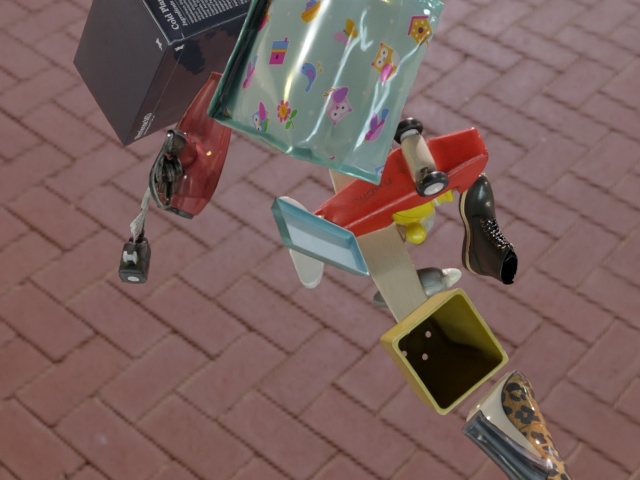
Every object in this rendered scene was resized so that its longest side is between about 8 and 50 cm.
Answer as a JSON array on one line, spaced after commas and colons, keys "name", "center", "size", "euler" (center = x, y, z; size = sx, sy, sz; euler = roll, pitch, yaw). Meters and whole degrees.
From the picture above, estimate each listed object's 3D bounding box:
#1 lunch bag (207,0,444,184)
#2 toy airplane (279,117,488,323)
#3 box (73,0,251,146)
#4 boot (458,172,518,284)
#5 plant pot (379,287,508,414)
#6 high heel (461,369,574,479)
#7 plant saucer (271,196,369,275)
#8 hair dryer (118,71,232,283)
[{"name": "lunch bag", "center": [-0.018, -0.208, 1.294], "size": [0.160, 0.223, 0.262], "euler": [16, 9, -38]}, {"name": "toy airplane", "center": [0.111, -0.049, 2.141], "size": [0.384, 0.272, 0.386], "euler": [17, 89, 34]}, {"name": "box", "center": [-0.192, -0.347, 1.823], "size": [0.313, 0.343, 0.179], "euler": [-29, 81, -29]}, {"name": "boot", "center": [0.327, -0.022, 2.153], "size": [0.077, 0.197, 0.137], "euler": [-13, 18, -21]}, {"name": "plant pot", "center": [0.101, 0.096, 1.026], "size": [0.081, 0.083, 0.081], "euler": [-37, 99, -14]}, {"name": "high heel", "center": [0.288, 0.275, 1.538], "size": [0.186, 0.093, 0.261], "euler": [43, 21, 7]}, {"name": "plant saucer", "center": [0.000, 0.000, 1.416], "size": [0.018, 0.192, 0.067], "euler": [-31, 63, 22]}, {"name": "hair dryer", "center": [-0.155, -0.097, 1.398], "size": [0.080, 0.223, 0.293], "euler": [22, 47, -7]}]
